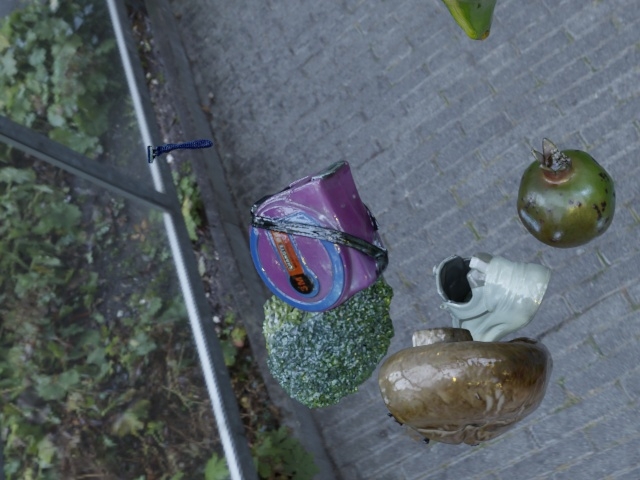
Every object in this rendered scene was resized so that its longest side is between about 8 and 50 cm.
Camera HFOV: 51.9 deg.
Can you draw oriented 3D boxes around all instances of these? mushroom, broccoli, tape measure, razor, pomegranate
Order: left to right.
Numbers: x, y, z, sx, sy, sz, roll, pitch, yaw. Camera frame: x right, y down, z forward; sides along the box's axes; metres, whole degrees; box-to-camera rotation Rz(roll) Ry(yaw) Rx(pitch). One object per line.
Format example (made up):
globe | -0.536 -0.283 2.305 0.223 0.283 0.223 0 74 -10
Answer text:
razor | -0.322 -0.213 1.502 0.028 0.154 0.044 46 142 45
broccoli | -0.003 0.182 1.484 0.302 0.249 0.375 42 113 45
tape measure | 0.000 0.000 1.143 0.245 0.149 0.232 -16 107 39
mushroom | 0.217 0.169 0.837 0.151 0.285 0.156 -34 61 41
pomegranate | 0.696 -0.150 1.849 0.290 0.324 0.291 -5 37 4

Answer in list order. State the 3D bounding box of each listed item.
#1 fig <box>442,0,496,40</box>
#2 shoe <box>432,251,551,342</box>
fig | 0.190 -0.382 0.857 0.206 0.275 0.206 -13 53 19
shoe | 0.254 0.092 1.122 0.159 0.316 0.124 25 67 -2
